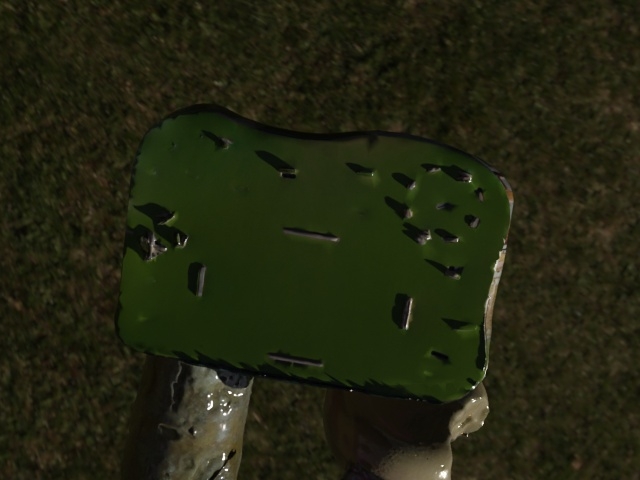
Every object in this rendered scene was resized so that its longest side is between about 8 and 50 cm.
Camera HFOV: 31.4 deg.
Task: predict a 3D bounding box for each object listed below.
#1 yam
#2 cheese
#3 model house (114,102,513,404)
[{"bbox_3d":[-0.131,0.176,1.187,0.133,0.133,0.330,3,113,-26],"label":"yam"},{"bbox_3d":[0.066,0.206,1.113,0.163,0.286,0.082,25,130,5],"label":"cheese"},{"bbox_3d":[0.001,0.001,0.935,0.293,0.154,0.207,9,100,6],"label":"model house"}]
